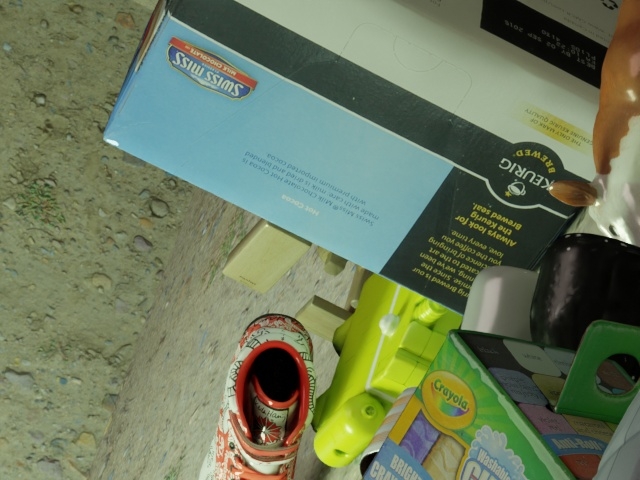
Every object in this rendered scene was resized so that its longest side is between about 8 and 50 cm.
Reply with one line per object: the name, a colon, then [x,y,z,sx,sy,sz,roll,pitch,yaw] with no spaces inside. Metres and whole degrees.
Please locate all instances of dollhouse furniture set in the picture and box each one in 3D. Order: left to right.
dollhouse furniture set: [0.000,0.000,1.818,0.144,0.151,0.123,-45,21,53]

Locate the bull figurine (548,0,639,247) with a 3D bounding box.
bull figurine: [0.247,-0.139,1.118,0.188,0.101,0.310,-39,28,62]

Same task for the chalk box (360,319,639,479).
chalk box: [0.116,0.137,0.923,0.213,0.132,0.132,-61,39,22]

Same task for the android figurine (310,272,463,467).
android figurine: [0.064,0.080,1.599,0.273,0.056,0.248,-49,19,60]

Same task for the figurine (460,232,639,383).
figurine: [0.132,0.117,1.132,0.215,0.092,0.209,149,141,-72]

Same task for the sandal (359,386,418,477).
sandal: [0.067,0.178,1.301,0.102,0.076,0.265,-50,18,52]

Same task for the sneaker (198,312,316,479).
sneaker: [-0.063,0.204,1.653,0.145,0.090,0.270,-119,41,-86]

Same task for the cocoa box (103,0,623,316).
cocoa box: [0.044,-0.139,1.407,0.228,0.347,0.231,-57,12,34]

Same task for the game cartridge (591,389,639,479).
game cartridge: [0.163,0.168,0.568,0.060,0.196,0.294,-50,17,49]
